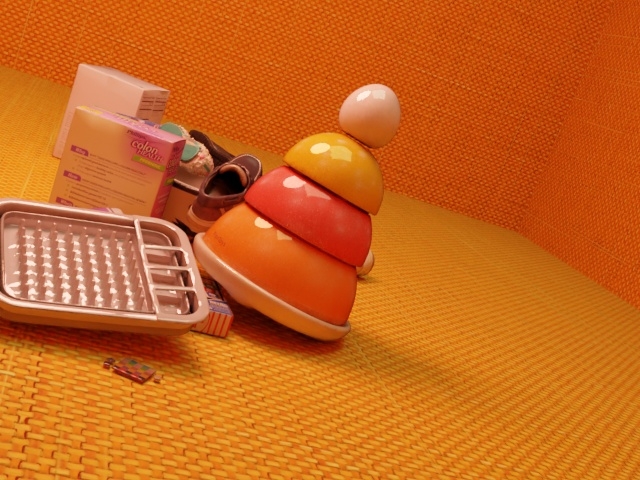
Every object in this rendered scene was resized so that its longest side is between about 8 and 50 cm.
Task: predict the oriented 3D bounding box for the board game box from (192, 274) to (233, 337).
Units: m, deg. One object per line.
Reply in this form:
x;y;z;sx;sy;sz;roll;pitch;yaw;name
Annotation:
-0.244;0.101;1.521;0.146;0.045;0.193;16;12;-18;board game box

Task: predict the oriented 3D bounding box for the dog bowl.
-0.267;-0.079;2.043;0.407;0.151;0.408;20;12;-4;dog bowl

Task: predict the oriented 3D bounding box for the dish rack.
-0.358;0.051;1.336;0.332;0.072;0.286;9;31;-27;dish rack

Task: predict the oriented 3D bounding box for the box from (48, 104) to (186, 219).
-0.427;-0.133;1.788;0.213;0.243;0.117;20;12;1;box

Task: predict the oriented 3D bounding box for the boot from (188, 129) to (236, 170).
-0.238;-0.195;2.103;0.198;0.077;0.137;45;19;32;boot

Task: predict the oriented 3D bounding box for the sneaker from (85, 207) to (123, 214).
-0.421;0.006;1.570;0.161;0.102;0.282;4;12;-32;sneaker

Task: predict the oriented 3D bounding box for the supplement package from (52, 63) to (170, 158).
-0.575;-0.326;2.360;0.199;0.263;0.198;22;12;8;supplement package

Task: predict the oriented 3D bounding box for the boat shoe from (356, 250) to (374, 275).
0.000;0.000;2.248;0.302;0.109;0.098;32;15;25;boat shoe

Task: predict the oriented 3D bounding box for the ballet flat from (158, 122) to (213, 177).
-0.321;-0.205;2.012;0.077;0.091;0.241;50;-4;-38;ballet flat

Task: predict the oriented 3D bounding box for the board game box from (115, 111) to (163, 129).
-0.493;-0.223;2.165;0.165;0.243;0.042;13;55;-36;board game box

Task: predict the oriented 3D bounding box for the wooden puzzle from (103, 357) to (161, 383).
-0.265;0.184;1.208;0.083;0.006;0.049;22;12;8;wooden puzzle

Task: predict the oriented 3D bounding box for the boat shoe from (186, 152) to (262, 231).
-0.187;-0.119;1.807;0.102;0.092;0.285;32;37;5;boat shoe

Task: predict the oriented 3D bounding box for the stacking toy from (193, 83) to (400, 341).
0.011;-0.081;1.632;0.350;0.480;0.350;32;6;-4;stacking toy
